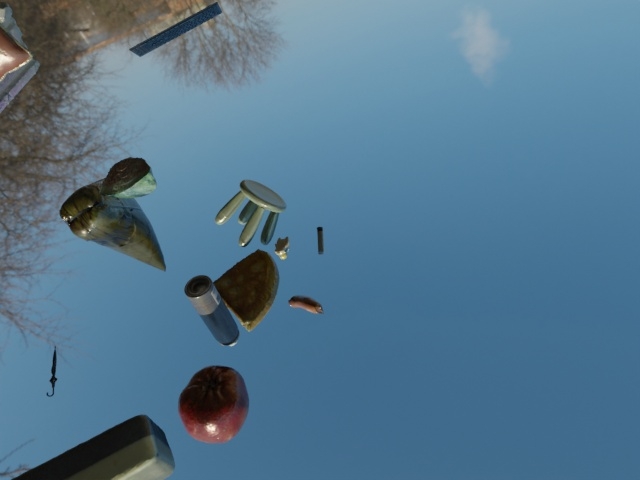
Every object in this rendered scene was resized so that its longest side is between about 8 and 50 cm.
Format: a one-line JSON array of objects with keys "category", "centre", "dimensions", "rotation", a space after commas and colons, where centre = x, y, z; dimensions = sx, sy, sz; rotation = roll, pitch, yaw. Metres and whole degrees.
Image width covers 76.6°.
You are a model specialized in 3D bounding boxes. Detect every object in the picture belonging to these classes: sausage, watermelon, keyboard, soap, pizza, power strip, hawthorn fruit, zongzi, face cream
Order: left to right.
[{"category": "soap", "centre": [-1.020, -0.531, 1.196], "dimensions": [0.158, 0.258, 0.302], "rotation": [18, -118, -10]}, {"category": "power strip", "centre": [-0.312, 0.308, 0.477], "dimensions": [0.256, 0.105, 0.070], "rotation": [-22, -123, -19]}, {"category": "zongzi", "centre": [-0.581, -0.005, 1.201], "dimensions": [0.160, 0.360, 0.323], "rotation": [-31, -160, -4]}, {"category": "watermelon", "centre": [-0.407, -0.135, 0.883], "dimensions": [0.180, 0.094, 0.081], "rotation": [11, -173, 33]}, {"category": "keyboard", "centre": [-0.290, -0.426, 0.821], "dimensions": [0.198, 0.010, 0.064], "rotation": [-27, -165, 2]}, {"category": "face cream", "centre": [-0.288, 0.208, 1.119], "dimensions": [0.073, 0.284, 0.073], "rotation": [-6, -134, 6]}, {"category": "hawthorn fruit", "centre": [-0.265, 0.432, 1.042], "dimensions": [0.179, 0.200, 0.179], "rotation": [-6, -147, 4]}, {"category": "pizza", "centre": [-0.229, 0.171, 1.465], "dimensions": [0.258, 0.087, 0.268], "rotation": [-38, -132, -19]}, {"category": "sausage", "centre": [-0.045, 0.182, 1.161], "dimensions": [0.040, 0.047, 0.176], "rotation": [-17, -175, -26]}]

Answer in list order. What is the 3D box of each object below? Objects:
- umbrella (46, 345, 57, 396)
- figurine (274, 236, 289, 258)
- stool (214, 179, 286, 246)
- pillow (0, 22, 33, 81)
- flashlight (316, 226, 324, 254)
[{"category": "umbrella", "centre": [-0.793, 0.389, 1.207], "dimensions": [0.022, 0.022, 0.149], "rotation": [-34, -127, 36]}, {"category": "figurine", "centre": [-0.121, 0.029, 1.335], "dimensions": [0.047, 0.051, 0.083], "rotation": [-10, -143, 24]}, {"category": "stool", "centre": [-0.260, -0.105, 1.552], "dimensions": [0.195, 0.195, 0.199], "rotation": [42, -69, 19]}, {"category": "pillow", "centre": [-0.762, -0.434, 0.884], "dimensions": [0.171, 0.179, 0.075], "rotation": [-31, -151, 8]}, {"category": "flashlight", "centre": [0.000, 0.000, 1.183], "dimensions": [0.018, 0.018, 0.083], "rotation": [-2, -116, -2]}]
